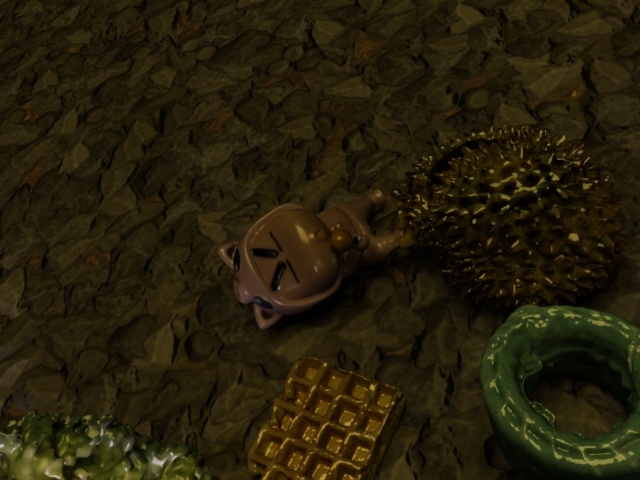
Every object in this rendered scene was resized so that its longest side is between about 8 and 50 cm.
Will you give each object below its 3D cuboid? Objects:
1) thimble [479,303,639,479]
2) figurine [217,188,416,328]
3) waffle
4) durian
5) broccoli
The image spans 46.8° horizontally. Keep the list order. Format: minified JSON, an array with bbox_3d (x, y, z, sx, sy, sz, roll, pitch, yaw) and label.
[{"bbox_3d":[0.288,0.180,0.838,0.198,0.143,0.235,-28,49,-4],"label":"thimble"},{"bbox_3d":[0.000,0.000,1.081,0.287,0.186,0.176,-19,72,-17],"label":"figurine"},{"bbox_3d":[-0.005,0.263,0.941,0.160,0.055,0.211,16,61,30],"label":"waffle"},{"bbox_3d":[0.250,-0.040,0.977,0.293,0.258,0.258,22,63,46],"label":"durian"},{"bbox_3d":[-0.261,0.359,0.835,0.347,0.293,0.281,21,48,-11],"label":"broccoli"}]
